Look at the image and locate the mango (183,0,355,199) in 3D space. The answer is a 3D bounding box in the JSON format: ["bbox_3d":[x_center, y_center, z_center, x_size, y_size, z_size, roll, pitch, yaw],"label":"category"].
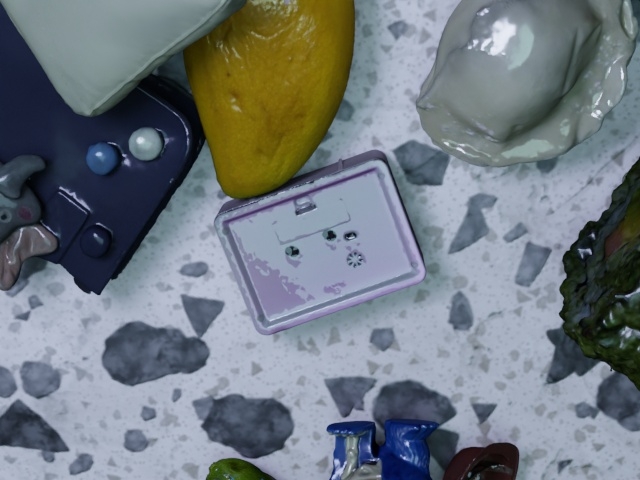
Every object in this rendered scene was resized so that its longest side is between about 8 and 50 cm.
[{"bbox_3d":[-0.054,-0.191,1.572,0.177,0.119,0.316,4,110,-7],"label":"mango"}]

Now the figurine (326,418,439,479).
[{"bbox_3d":[0.065,0.323,1.697,0.164,0.121,0.262,13,84,5],"label":"figurine"}]

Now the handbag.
[{"bbox_3d":[-0.314,-0.101,1.612,0.326,0.118,0.269,32,105,-5],"label":"handbag"}]

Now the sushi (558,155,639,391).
[{"bbox_3d":[0.393,-0.011,1.514,0.178,0.294,0.352,34,106,-10],"label":"sushi"}]

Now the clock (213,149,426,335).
[{"bbox_3d":[0.000,0.000,1.651,0.197,0.063,0.150,-20,104,7],"label":"clock"}]

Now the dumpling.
[{"bbox_3d":[0.213,-0.176,1.550,0.193,0.147,0.258,41,111,-14],"label":"dumpling"}]

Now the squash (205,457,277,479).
[{"bbox_3d":[-0.013,0.375,1.749,0.087,0.087,0.331,-38,103,12],"label":"squash"}]

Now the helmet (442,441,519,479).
[{"bbox_3d":[0.171,0.267,1.724,0.089,0.057,0.111,20,96,-39],"label":"helmet"}]

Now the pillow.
[{"bbox_3d":[-0.235,-0.303,1.457,0.255,0.120,0.322,-31,91,33],"label":"pillow"}]
